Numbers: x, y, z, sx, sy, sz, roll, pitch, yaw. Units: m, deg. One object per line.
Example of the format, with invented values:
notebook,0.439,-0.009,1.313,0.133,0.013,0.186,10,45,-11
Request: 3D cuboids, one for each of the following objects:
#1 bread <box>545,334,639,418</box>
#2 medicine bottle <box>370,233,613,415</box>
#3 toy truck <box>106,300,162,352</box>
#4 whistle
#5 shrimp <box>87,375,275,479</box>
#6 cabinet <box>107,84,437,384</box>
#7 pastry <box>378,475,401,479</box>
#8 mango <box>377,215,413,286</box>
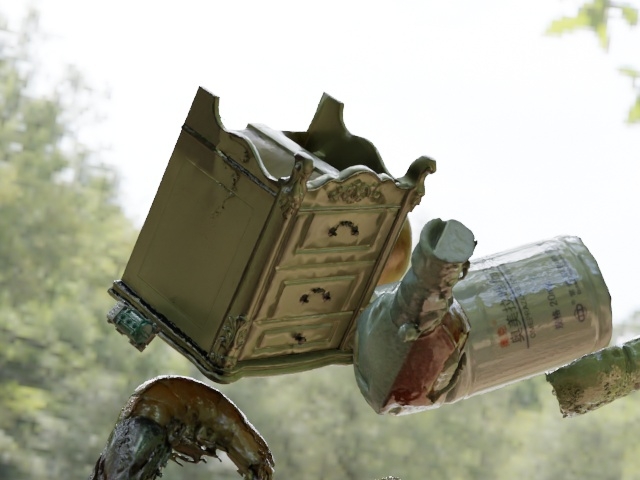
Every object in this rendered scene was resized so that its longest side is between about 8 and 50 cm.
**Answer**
bread,0.328,0.160,1.890,0.232,0.064,0.172,-14,-14,-40
medicine bottle,0.227,0.119,2.298,0.332,0.190,0.190,-16,-3,-17
toy truck,-0.236,0.105,2.031,0.083,0.039,0.044,31,-13,49
whistle,0.111,0.086,1.779,0.134,0.142,0.346,47,-26,18
shrimp,-0.170,0.289,1.995,0.222,0.290,0.054,33,-49,1
cabinet,-0.055,-0.013,2.113,0.227,0.318,0.290,37,23,32
pastry,0.070,0.395,1.844,0.121,0.258,0.089,-17,-4,-1
mango,0.000,0.000,2.435,0.317,0.173,0.211,3,-22,-34
